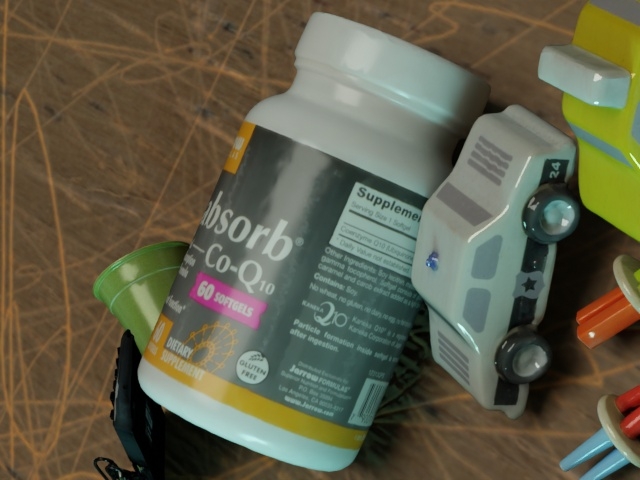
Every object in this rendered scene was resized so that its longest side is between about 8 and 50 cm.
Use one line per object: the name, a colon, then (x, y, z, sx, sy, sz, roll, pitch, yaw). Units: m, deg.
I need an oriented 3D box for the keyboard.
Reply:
keyboard: (-0.138, 0.138, 1.278, 0.038, 0.192, 0.100, -2, 66, 2)

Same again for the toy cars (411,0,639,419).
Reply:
toy cars: (0.130, -0.037, 1.046, 0.393, 0.087, 0.176, 126, 139, -53)

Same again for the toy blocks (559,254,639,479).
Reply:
toy blocks: (0.193, 0.070, 1.090, 0.148, 0.054, 0.123, -40, 53, 25)

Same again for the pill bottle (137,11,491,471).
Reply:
pill bottle: (0.000, 0.000, 1.212, 0.162, 0.162, 0.278, 23, 91, 44)

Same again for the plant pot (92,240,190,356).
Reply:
plant pot: (-0.117, 0.055, 1.362, 0.083, 0.083, 0.079, -39, 65, 25)
